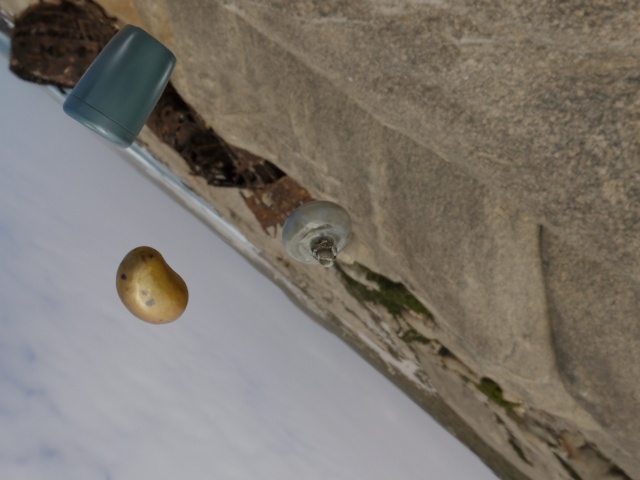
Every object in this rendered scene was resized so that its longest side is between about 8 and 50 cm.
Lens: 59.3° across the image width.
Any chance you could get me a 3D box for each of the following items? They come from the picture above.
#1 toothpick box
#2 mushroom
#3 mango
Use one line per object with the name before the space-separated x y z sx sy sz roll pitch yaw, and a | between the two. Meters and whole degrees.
toothpick box | -0.322 -0.255 0.922 0.120 0.184 0.120 32 178 1
mushroom | 0.000 0.000 0.639 0.085 0.085 0.079 45 -162 -48
mango | -0.324 0.090 1.069 0.090 0.115 0.178 52 172 44
